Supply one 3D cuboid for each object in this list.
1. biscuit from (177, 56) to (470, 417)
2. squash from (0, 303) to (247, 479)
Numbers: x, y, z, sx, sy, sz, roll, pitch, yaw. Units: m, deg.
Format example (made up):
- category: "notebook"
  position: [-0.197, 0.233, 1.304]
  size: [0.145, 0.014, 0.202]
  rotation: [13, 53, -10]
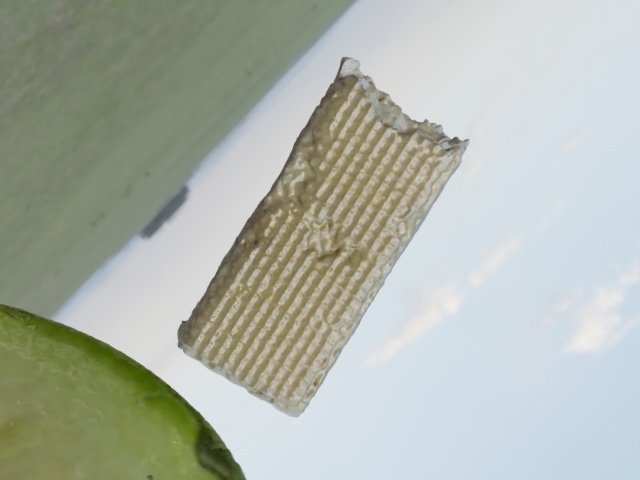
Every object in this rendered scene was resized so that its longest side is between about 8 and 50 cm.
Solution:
- category: "biscuit"
  position: [0.000, 0.000, 0.916]
  size: [0.239, 0.108, 0.062]
  rotation: [-58, -177, 4]
- category: "squash"
  position: [-0.120, 0.092, 0.342]
  size: [0.219, 0.219, 0.041]
  rotation: [-51, 155, -43]
